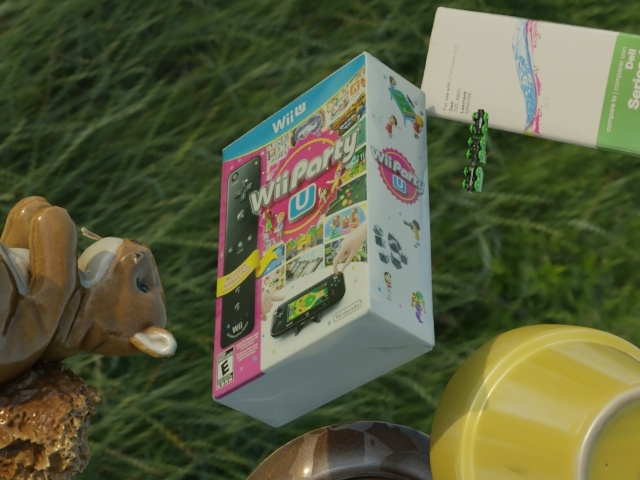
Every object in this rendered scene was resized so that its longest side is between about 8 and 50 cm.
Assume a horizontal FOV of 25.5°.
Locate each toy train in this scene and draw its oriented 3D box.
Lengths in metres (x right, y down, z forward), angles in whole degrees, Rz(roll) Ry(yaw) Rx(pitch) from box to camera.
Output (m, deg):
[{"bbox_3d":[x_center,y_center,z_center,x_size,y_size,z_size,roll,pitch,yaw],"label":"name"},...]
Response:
[{"bbox_3d":[0.153,-0.086,1.372,0.023,0.017,0.083,17,81,-63],"label":"toy train"}]

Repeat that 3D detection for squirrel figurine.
[{"bbox_3d":[-0.395,0.138,1.944,0.370,0.281,0.397,10,88,-39],"label":"squirrel figurine"}]

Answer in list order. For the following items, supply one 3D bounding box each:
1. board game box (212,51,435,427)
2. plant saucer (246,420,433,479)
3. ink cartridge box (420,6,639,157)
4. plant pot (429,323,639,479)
[{"bbox_3d":[0.000,0.000,1.390,0.097,0.224,0.303,29,46,-34],"label":"board game box"},{"bbox_3d":[0.046,0.354,1.579,0.311,0.310,0.050,54,5,-18],"label":"plant saucer"},{"bbox_3d":[0.272,-0.159,1.453,0.201,0.278,0.117,-2,104,-52],"label":"ink cartridge box"},{"bbox_3d":[0.262,0.210,1.343,0.254,0.239,0.254,0,89,-17],"label":"plant pot"}]
